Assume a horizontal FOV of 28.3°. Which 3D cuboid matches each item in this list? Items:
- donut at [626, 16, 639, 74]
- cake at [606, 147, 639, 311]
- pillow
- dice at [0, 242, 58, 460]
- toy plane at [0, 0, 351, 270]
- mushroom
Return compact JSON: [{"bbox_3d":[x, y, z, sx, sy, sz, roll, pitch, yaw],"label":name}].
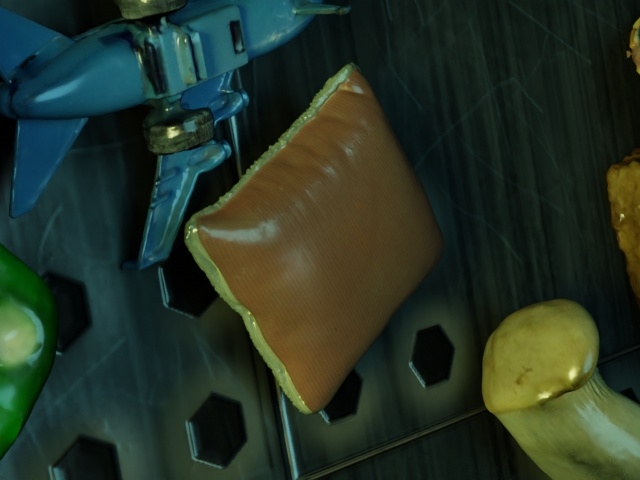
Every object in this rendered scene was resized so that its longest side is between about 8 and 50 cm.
[{"bbox_3d":[0.372,-0.171,1.096,0.199,0.233,0.085,-24,112,2],"label":"donut"},{"bbox_3d":[0.418,-0.018,1.068,0.196,0.293,0.199,-19,95,-39],"label":"cake"},{"bbox_3d":[0.000,0.000,0.838,0.179,0.075,0.171,-49,124,-31],"label":"pillow"},{"bbox_3d":[-0.214,0.053,0.610,0.120,0.128,0.131,40,63,-31],"label":"dice"},{"bbox_3d":[-0.087,-0.117,0.759,0.271,0.105,0.254,-26,117,-35],"label":"toy plane"},{"bbox_3d":[0.237,0.191,0.998,0.329,0.159,0.122,48,14,-19],"label":"mushroom"}]
